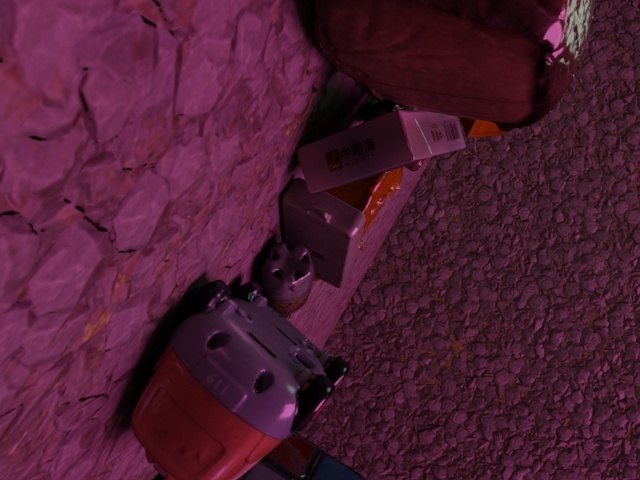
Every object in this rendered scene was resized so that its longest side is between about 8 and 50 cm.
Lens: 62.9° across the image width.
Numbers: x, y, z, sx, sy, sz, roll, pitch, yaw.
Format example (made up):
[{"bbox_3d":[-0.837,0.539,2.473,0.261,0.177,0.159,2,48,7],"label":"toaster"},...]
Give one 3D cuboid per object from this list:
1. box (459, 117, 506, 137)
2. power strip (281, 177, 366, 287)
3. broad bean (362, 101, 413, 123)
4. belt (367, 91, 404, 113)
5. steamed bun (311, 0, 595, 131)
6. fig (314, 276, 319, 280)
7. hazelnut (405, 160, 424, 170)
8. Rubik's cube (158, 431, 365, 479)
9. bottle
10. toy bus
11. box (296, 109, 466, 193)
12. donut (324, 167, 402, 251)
[{"bbox_3d":[0.255,-0.326,0.837,0.174,0.076,0.273,97,-16,-63],"label":"box"},{"bbox_3d":[0.000,0.000,0.818,0.046,0.118,0.270,-59,170,-22],"label":"power strip"},{"bbox_3d":[0.119,-0.224,0.927,0.213,0.071,0.048,-46,137,-60],"label":"broad bean"},{"bbox_3d":[0.135,-0.279,0.842,0.151,0.079,0.121,-40,170,-28],"label":"belt"},{"bbox_3d":[0.139,-0.244,0.518,0.301,0.252,0.199,6,100,-77],"label":"steamed bun"},{"bbox_3d":[-0.017,0.054,1.123,0.050,0.050,0.083,-56,150,-23],"label":"fig"},{"bbox_3d":[0.280,-0.253,1.604,0.086,0.087,0.086,-57,170,-17],"label":"hazelnut"},{"bbox_3d":[-0.165,0.592,1.044,0.363,0.359,0.361,-48,163,-59],"label":"Rubik's cube"},{"bbox_3d":[-0.059,0.088,0.879,0.083,0.083,0.269,-56,170,-25],"label":"bottle"},{"bbox_3d":[-0.107,0.193,0.667,0.232,0.194,0.288,-52,170,1],"label":"toy bus"},{"bbox_3d":[0.095,-0.130,0.737,0.155,0.067,0.243,-16,-175,33],"label":"box"},{"bbox_3d":[0.073,-0.069,0.997,0.253,0.119,0.253,-57,167,-21],"label":"donut"}]
